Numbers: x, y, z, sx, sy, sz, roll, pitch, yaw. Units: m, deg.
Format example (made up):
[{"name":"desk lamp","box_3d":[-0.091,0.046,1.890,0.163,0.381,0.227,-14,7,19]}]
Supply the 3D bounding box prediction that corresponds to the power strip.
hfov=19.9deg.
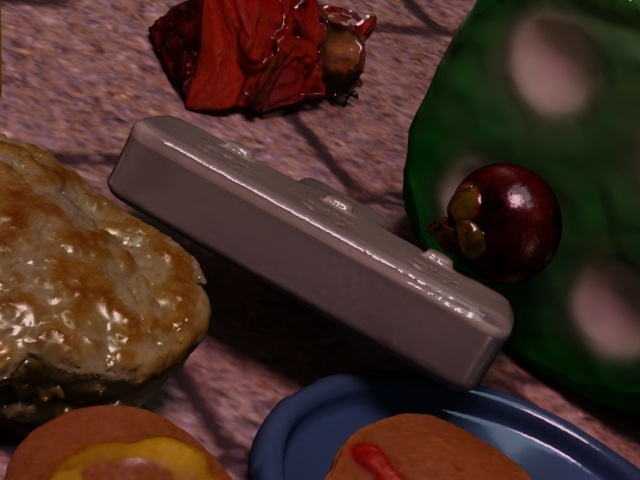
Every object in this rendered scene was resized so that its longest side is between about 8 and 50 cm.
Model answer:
[{"name":"power strip","box_3d":[0.000,-0.001,1.177,0.265,0.059,0.193,29,8,2]}]

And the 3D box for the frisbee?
[{"name":"frisbee","box_3d":[0.092,0.174,1.042,0.290,0.049,0.289,16,27,-8]}]

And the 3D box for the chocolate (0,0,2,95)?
[{"name":"chocolate","box_3d":[-0.382,-0.166,1.123,0.301,0.137,0.289,34,31,15]}]

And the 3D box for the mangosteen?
[{"name":"mangosteen","box_3d":[0.118,-0.009,1.187,0.081,0.081,0.081,19,31,-12]}]

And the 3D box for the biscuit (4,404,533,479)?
[{"name":"biscuit","box_3d":[-0.007,0.157,0.906,0.277,0.052,0.262,-16,49,-22]}]

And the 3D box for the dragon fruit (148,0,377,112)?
[{"name":"dragon fruit","box_3d":[-0.038,-0.139,1.437,0.192,0.122,0.092,-1,79,-43]}]

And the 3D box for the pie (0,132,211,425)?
[{"name":"pie","box_3d":[-0.192,0.017,1.032,0.248,0.090,0.201,35,33,11]}]

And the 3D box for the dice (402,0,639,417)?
[{"name":"dice","box_3d":[0.255,-0.068,1.298,0.297,0.300,0.287,41,35,23]}]
